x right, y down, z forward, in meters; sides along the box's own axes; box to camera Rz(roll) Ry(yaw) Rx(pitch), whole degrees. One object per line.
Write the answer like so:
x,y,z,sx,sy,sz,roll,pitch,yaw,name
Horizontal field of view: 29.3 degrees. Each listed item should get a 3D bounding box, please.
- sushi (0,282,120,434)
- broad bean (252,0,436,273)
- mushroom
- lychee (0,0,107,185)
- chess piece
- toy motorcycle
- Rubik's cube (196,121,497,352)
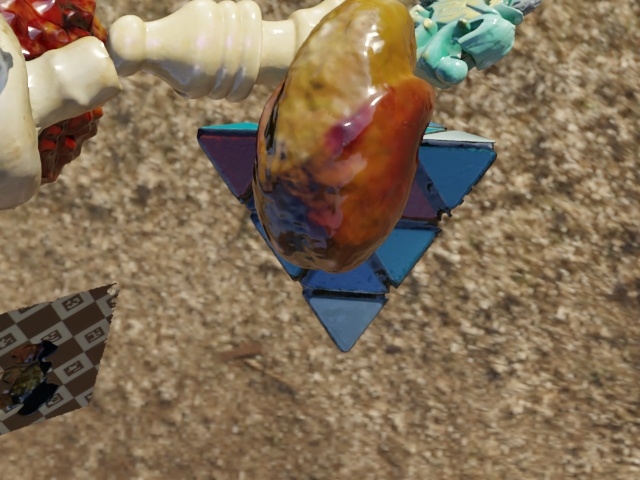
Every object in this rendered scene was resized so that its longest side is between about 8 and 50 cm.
-0.417,0.160,1.661,0.050,0.264,0.290,54,144,29,sushi
0.026,-0.087,0.973,0.122,0.156,0.228,16,77,30,broad bean
-0.323,-0.142,1.230,0.206,0.209,0.206,24,133,29,mushroom
-0.513,-0.216,1.550,0.424,0.500,0.424,170,90,-67,lychee
-0.098,-0.228,1.447,0.139,0.307,0.124,123,144,-55,chess piece
0.188,-0.292,1.796,0.296,0.109,0.198,-8,46,40,toy motorcycle
0.000,0.000,1.187,0.284,0.250,0.234,27,118,60,Rubik's cube
